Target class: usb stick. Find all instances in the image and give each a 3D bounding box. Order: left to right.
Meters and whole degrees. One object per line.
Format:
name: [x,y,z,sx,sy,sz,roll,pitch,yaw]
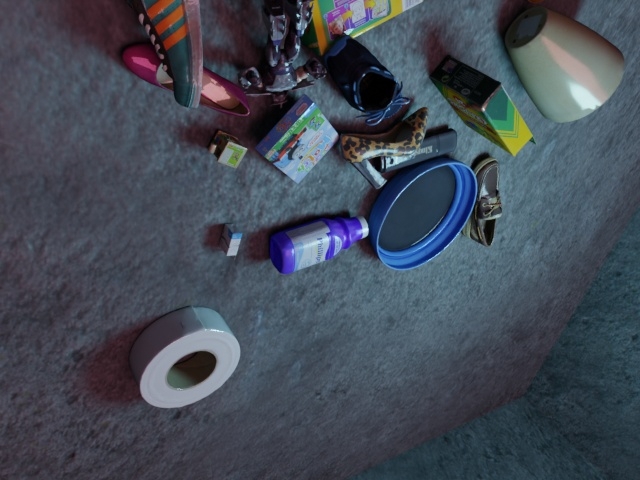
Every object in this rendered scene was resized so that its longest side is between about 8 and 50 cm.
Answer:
usb stick: [0.274,-0.255,1.575,0.278,0.045,0.077,-19,130,-25]

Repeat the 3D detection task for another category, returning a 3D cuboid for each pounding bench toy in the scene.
pounding bench toy: [-0.215,-0.204,1.208,0.083,0.065,0.052,16,114,-45]

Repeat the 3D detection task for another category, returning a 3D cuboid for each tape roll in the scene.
tape roll: [-0.365,0.318,1.514,0.286,0.100,0.286,-21,135,-23]

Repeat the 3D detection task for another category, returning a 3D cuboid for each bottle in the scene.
bottle: [0.000,0.000,1.537,0.282,0.092,0.118,-18,133,-26]

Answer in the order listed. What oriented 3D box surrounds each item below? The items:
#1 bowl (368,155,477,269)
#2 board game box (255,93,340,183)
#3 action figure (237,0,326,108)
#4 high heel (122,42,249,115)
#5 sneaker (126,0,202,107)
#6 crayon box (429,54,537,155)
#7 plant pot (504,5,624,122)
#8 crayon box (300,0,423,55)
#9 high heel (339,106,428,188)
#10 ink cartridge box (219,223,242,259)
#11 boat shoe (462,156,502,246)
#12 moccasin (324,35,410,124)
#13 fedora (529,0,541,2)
bowl: [0.312,-0.085,1.730,0.391,0.077,0.391,-22,135,-24]
board game box: [-0.046,-0.229,1.295,0.160,0.039,0.211,-47,160,5]
action figure: [-0.078,-0.366,1.114,0.185,0.099,0.285,-22,154,-20]
high heel: [-0.248,-0.298,1.060,0.244,0.117,0.082,17,112,-46]
sneaker: [-0.269,-0.381,0.963,0.121,0.108,0.302,-6,108,-12]
crayon box: [0.449,-0.349,1.515,0.081,0.202,0.318,-50,139,9]
plant pot: [0.640,-0.507,1.530,0.274,0.256,0.256,28,105,-31]
crayon box: [0.076,-0.526,1.152,0.278,0.081,0.165,-31,139,-12]
high heel: [0.167,-0.283,1.421,0.261,0.093,0.186,-53,127,-6]
ink cartridge box: [-0.227,0.005,1.392,0.028,0.048,0.083,-4,126,-37]
boat shoe: [0.562,-0.118,1.866,0.123,0.123,0.342,-22,136,-23]
moccasin: [0.113,-0.333,1.271,0.138,0.117,0.342,-45,157,19]
fedora: [0.610,-0.700,1.436,0.194,0.079,0.194,-21,135,-23]
